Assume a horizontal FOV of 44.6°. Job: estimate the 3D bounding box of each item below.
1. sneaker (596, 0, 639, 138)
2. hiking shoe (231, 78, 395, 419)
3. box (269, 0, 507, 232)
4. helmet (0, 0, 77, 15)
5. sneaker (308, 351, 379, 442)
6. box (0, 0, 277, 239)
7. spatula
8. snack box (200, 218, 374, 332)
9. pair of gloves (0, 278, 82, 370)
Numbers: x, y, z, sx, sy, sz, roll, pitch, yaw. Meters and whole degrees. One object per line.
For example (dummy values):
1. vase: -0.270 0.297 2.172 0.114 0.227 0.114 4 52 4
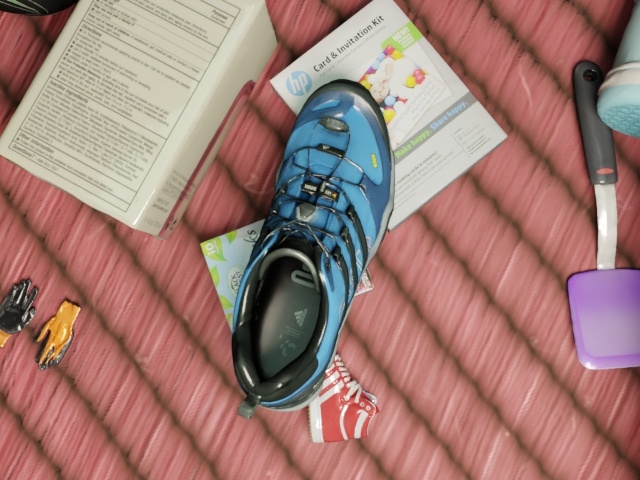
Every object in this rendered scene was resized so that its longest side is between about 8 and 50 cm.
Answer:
1. sneaker: 0.427 -0.173 0.701 0.319 0.127 0.208 15 81 -2
2. hiking shoe: 0.000 0.000 0.662 0.113 0.132 0.303 11 83 4
3. box: 0.065 -0.124 0.757 0.145 0.038 0.186 -38 83 -1
4. helmet: -0.298 -0.296 0.728 0.170 0.161 0.169 0 85 3
5. sneaker: 0.021 0.131 0.734 0.067 0.042 0.118 -2 92 7
6. box: -0.162 -0.137 0.725 0.149 0.127 0.232 29 87 5
7. spatula: 0.271 -0.029 0.741 0.084 0.030 0.296 -4 84 2
8. snack box: -0.031 0.025 0.748 0.141 0.037 0.100 -20 83 1
9. pair of gloves: -0.282 0.083 0.770 0.083 0.010 0.074 26 88 8
